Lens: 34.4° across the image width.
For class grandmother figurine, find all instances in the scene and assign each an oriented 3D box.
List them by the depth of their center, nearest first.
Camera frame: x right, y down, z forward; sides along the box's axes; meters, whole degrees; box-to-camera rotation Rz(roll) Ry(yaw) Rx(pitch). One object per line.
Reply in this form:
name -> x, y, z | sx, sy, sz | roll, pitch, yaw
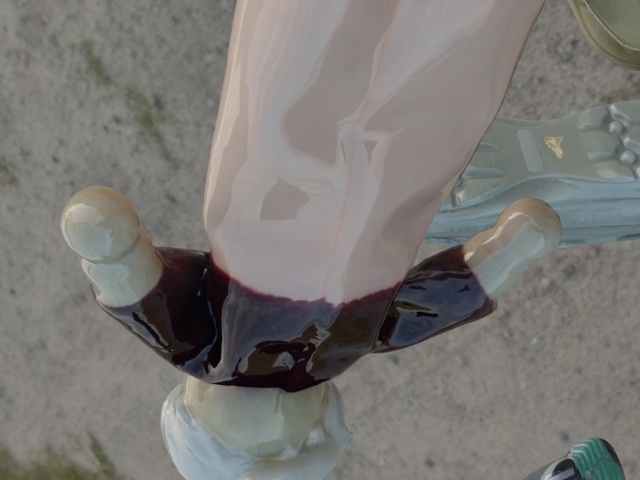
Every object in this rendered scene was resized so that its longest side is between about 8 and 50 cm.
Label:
grandmother figurine -> 0.000, 0.000, 0.425 | 0.342, 0.208, 0.104 | 112, 160, -44

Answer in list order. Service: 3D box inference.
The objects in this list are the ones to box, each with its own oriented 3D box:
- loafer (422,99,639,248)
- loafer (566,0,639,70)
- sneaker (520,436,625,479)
loafer -> 0.131, -0.035, 0.752 | 0.320, 0.112, 0.111 | -1, 146, -2
loafer -> 0.219, -0.193, 0.792 | 0.148, 0.056, 0.050 | 54, 168, 19
sneaker -> 0.303, 0.300, 1.295 | 0.098, 0.224, 0.083 | -26, 70, 32
